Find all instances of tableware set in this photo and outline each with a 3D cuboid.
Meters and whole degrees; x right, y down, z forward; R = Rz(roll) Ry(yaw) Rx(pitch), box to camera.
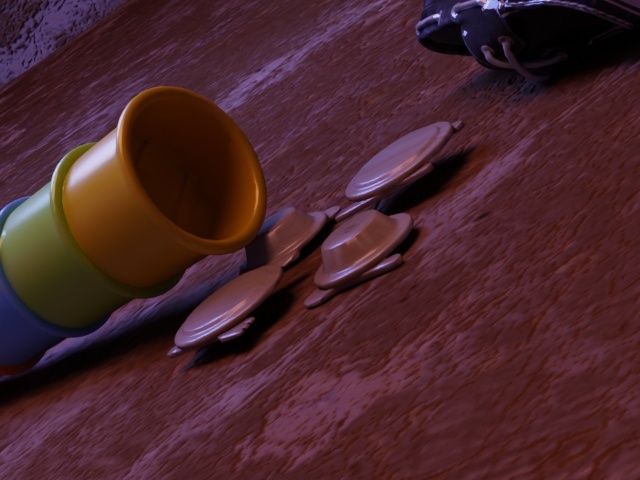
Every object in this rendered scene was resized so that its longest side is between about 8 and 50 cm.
[{"bbox_3d":[0.000,0.000,0.984,0.141,0.020,0.168,-27,17,29],"label":"tableware set"}]

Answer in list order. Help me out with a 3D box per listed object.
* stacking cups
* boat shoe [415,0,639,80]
[{"bbox_3d":[-0.160,0.032,1.105,0.316,0.096,0.096,-35,9,40],"label":"stacking cups"},{"bbox_3d":[0.113,-0.118,1.041,0.070,0.078,0.219,-69,20,0],"label":"boat shoe"}]
